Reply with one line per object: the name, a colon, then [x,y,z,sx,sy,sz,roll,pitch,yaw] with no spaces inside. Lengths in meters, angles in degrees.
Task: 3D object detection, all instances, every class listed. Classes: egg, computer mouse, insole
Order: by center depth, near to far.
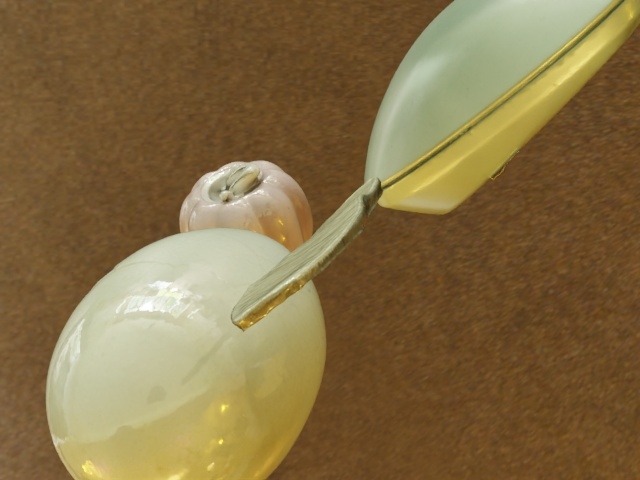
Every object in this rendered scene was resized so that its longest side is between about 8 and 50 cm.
insole: [0.000,0.000,0.536,0.063,0.192,0.010,-36,95,17]
egg: [-0.074,0.073,0.695,0.151,0.209,0.151,12,126,17]
computer mouse: [0.122,-0.132,0.821,0.097,0.159,0.288,35,133,-6]

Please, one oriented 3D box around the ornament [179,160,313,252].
ornament: [-0.102,-0.029,1.559,0.177,0.177,0.177,5,101,27]
